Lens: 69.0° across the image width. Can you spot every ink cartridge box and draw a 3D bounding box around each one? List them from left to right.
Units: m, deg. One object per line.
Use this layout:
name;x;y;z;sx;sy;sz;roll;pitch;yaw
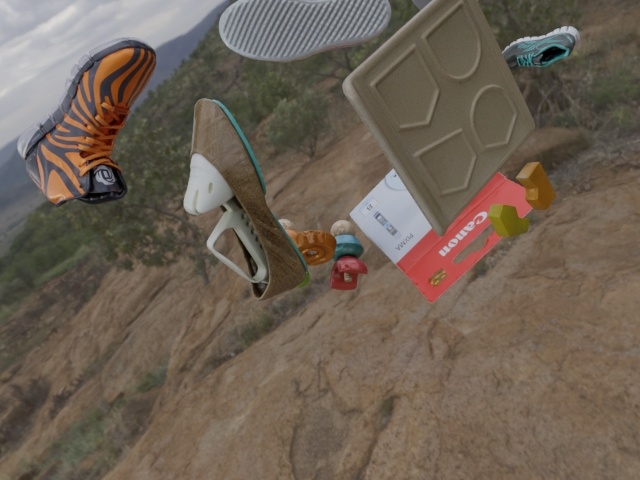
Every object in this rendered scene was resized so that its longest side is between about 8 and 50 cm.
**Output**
ink cartridge box;0.251;-0.077;1.056;0.308;0.091;0.385;-45;27;8

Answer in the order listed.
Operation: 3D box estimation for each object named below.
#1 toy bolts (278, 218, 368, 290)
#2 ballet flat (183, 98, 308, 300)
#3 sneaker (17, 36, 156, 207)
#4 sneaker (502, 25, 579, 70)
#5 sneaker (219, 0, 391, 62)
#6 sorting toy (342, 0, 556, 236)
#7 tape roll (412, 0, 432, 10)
toy bolts;0.000;0.000;1.032;0.218;0.229;0.158;127;146;-50
ballet flat;-0.135;-0.041;0.728;0.124;0.342;0.116;-39;32;-26
sneaker;-0.361;-0.173;0.785;0.321;0.180;0.125;-39;-14;22
sneaker;0.462;-0.402;1.003;0.166;0.065;0.076;-11;40;42
sneaker;-0.031;-0.368;0.821;0.282;0.102;0.161;-5;20;-6
sorting toy;0.173;-0.119;0.560;0.229;0.307;0.041;-47;25;-19
tape roll;0.306;-0.667;1.140;0.219;0.219;0.072;-43;18;-18
